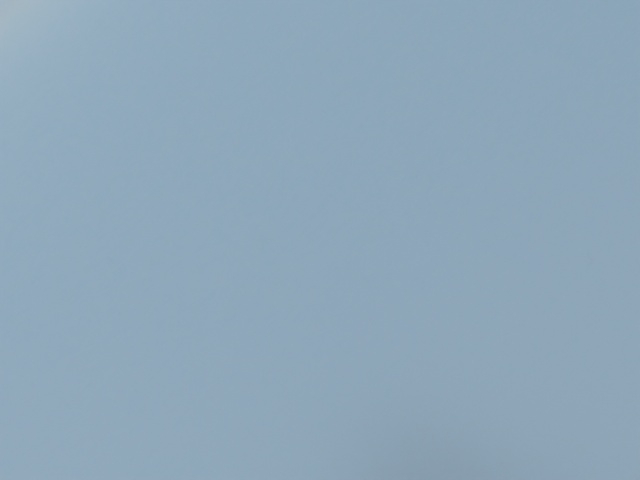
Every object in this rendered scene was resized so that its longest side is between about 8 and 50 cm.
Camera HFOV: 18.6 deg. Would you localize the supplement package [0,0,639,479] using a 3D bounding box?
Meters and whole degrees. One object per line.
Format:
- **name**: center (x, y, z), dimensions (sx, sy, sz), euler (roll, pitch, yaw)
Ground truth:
- **supplement package**: center (0.000, 0.000, 0.437), dimensions (0.262, 0.204, 0.145), euler (-42, -162, -5)
